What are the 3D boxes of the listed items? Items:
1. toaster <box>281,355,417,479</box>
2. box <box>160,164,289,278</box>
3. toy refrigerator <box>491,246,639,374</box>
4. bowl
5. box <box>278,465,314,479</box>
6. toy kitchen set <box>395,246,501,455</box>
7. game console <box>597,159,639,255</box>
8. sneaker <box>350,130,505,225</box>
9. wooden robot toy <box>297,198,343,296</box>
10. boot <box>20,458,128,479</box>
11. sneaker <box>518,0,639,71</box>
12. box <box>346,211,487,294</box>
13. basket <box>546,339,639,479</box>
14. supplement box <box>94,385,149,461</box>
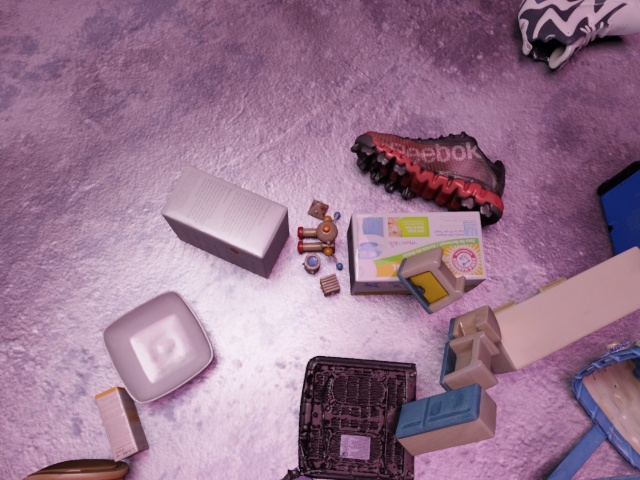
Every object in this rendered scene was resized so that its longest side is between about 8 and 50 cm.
[{"bbox_3d":[0.045,0.260,0.773,0.186,0.110,0.168,4,71,-1],"label":"toaster"},{"bbox_3d":[-0.144,-0.026,0.846,0.171,0.130,0.091,24,73,5],"label":"box"},{"bbox_3d":[0.381,0.108,0.836,0.270,0.102,0.094,-24,75,-8],"label":"toy refrigerator"},{"bbox_3d":[-0.245,0.165,0.824,0.142,0.053,0.142,-31,75,-10],"label":"bowl"},{"bbox_3d":[-0.076,0.446,0.751,0.225,0.036,0.136,-37,77,-13],"label":"box"},{"bbox_3d":[0.141,0.140,0.712,0.166,0.122,0.207,49,35,-14],"label":"toy kitchen set"},{"bbox_3d":[0.584,-0.099,0.806,0.173,0.293,0.250,-5,73,-3],"label":"game console"},{"bbox_3d":[0.192,-0.132,0.907,0.276,0.097,0.135,24,74,4],"label":"sneaker"},{"bbox_3d":[0.000,0.000,0.869,0.076,0.079,0.173,-1,72,-2],"label":"wooden robot toy"},{"bbox_3d":[-0.388,0.427,0.712,0.284,0.109,0.220,-11,77,-11],"label":"boot"},{"bbox_3d":[0.488,-0.379,0.996,0.235,0.094,0.153,12,74,2],"label":"sneaker"},{"bbox_3d":[0.149,0.023,0.854,0.203,0.103,0.114,-2,73,-2],"label":"box"},{"bbox_3d":[0.456,0.244,0.724,0.289,0.254,0.201,-35,78,-31],"label":"basket"},{"bbox_3d":[-0.292,0.269,0.785,0.036,0.062,0.098,-23,74,-9],"label":"supplement box"}]
